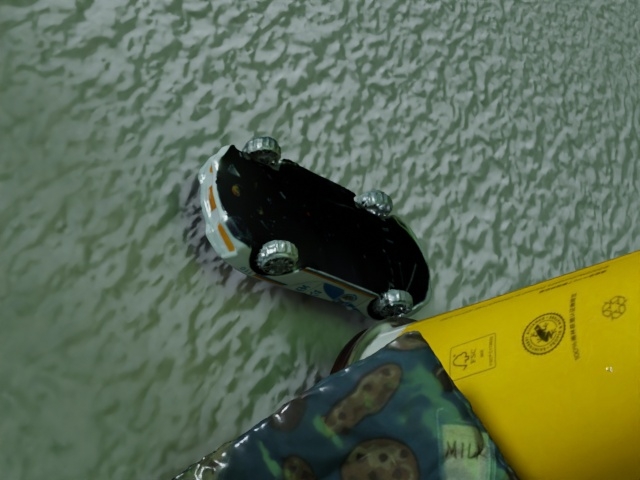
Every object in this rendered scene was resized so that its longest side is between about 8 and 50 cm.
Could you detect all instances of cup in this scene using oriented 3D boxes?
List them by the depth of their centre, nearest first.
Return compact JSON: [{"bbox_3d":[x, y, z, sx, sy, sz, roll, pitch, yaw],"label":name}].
[{"bbox_3d":[0.142,0.107,0.787,0.196,0.280,0.196,33,43,-38],"label":"cup"}]

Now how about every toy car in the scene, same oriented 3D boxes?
[{"bbox_3d":[0.000,0.000,0.893,0.205,0.056,0.095,24,45,-44],"label":"toy car"}]

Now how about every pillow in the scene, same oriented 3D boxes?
[{"bbox_3d":[0.046,0.194,0.675,0.189,0.034,0.255,-33,83,-15],"label":"pillow"}]
